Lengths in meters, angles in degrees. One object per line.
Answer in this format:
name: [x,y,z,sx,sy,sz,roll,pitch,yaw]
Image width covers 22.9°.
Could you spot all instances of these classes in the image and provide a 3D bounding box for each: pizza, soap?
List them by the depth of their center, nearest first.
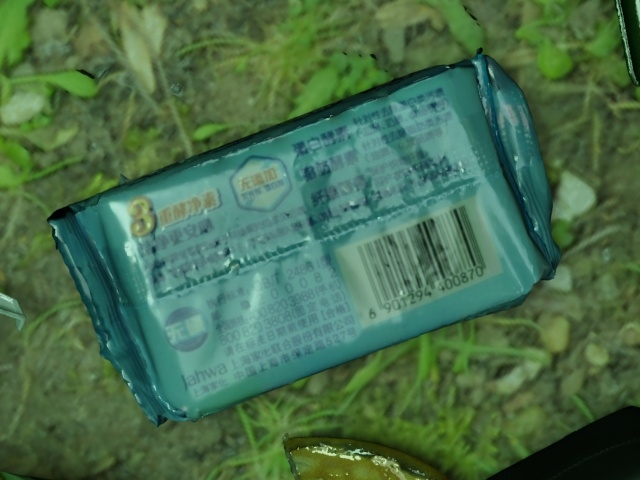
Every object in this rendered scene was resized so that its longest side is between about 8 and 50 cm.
soap: [0.000,0.000,0.941,0.293,0.077,0.156,-19,96,-6]
pizza: [0.025,0.171,0.983,0.123,0.026,0.108,19,114,4]

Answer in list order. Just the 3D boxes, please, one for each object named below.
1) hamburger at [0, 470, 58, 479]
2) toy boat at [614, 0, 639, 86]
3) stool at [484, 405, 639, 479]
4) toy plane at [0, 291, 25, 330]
hamburger: [-0.198,0.230,0.880,0.214,0.125,0.235,17,113,-48]
toy boat: [0.222,-0.190,0.964,0.104,0.052,0.210,-13,95,-3]
stool: [0.194,0.225,0.953,0.232,0.141,0.232,-1,96,-7]
toy plane: [-0.250,0.022,0.885,0.162,0.065,0.171,-4,53,-36]
